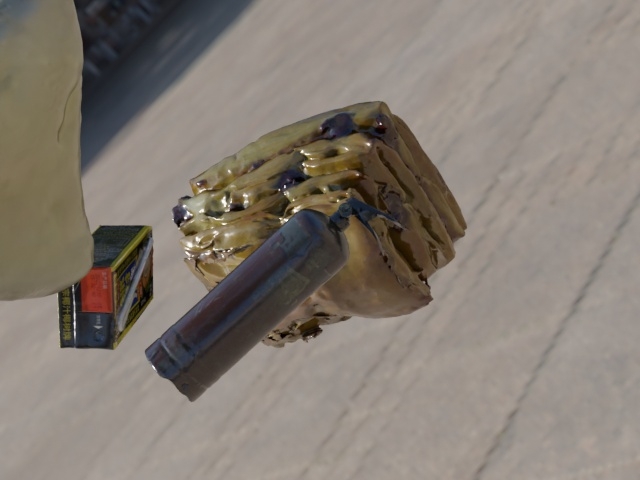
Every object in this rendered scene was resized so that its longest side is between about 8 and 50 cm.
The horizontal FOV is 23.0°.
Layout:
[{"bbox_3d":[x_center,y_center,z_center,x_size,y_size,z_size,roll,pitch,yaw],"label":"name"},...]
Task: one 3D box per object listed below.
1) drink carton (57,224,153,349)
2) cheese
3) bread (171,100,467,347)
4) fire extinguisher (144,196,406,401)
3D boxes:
[{"bbox_3d":[-0.177,0.037,1.315,0.056,0.071,0.165,-2,13,4],"label":"drink carton"},{"bbox_3d":[-0.277,-0.073,1.077,0.248,0.174,0.251,-17,-52,-47],"label":"cheese"},{"bbox_3d":[0.000,0.000,1.964,0.325,0.277,0.167,-24,37,19],"label":"bread"},{"bbox_3d":[-0.043,0.050,1.516,0.268,0.089,0.072,-42,-17,3],"label":"fire extinguisher"}]
